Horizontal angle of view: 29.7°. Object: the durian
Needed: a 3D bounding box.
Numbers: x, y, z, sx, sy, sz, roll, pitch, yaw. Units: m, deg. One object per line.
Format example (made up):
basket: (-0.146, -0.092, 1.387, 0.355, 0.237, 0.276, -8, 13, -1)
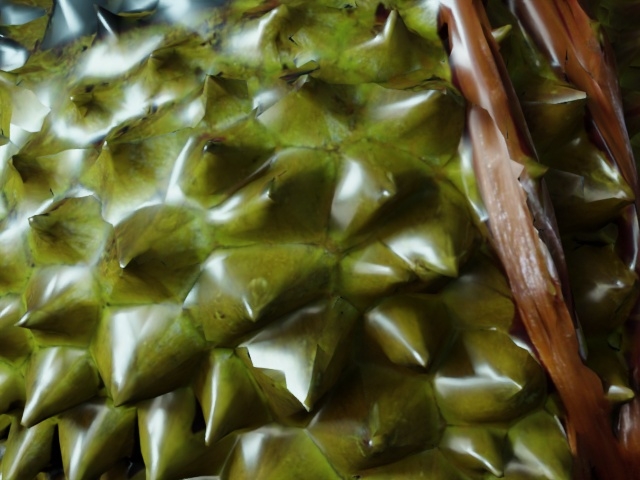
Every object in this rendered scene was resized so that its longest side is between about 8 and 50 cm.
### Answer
durian: (-0.001, -0.001, 0.506, 0.384, 0.347, 0.347, -44, 54, 4)
